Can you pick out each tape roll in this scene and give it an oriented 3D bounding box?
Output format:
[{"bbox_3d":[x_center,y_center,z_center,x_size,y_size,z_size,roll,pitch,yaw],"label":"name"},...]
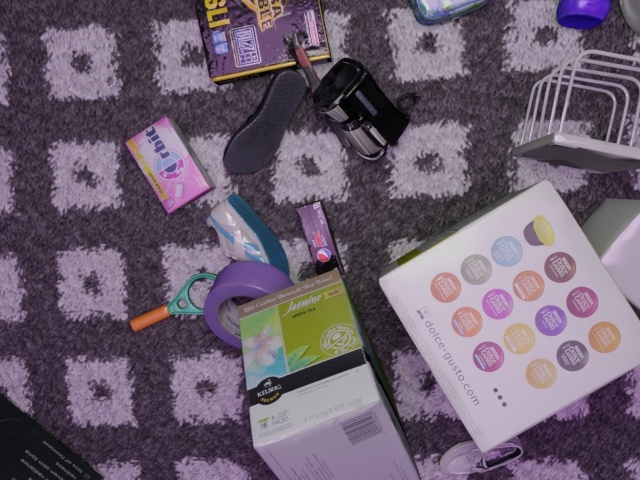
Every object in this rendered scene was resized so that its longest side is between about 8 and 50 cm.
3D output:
[{"bbox_3d":[-0.143,0.138,1.305,0.189,0.080,0.189,5,127,7],"label":"tape roll"}]

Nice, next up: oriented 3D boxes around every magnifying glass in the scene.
[{"bbox_3d":[-0.317,0.145,1.388,0.231,0.026,0.092,-24,93,6],"label":"magnifying glass"}]

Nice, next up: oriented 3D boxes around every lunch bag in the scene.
[{"bbox_3d":[0.250,-0.559,1.252,0.176,0.090,0.219,-20,93,7],"label":"lunch bag"}]

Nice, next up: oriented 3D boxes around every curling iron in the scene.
[{"bbox_3d":[0.001,-0.304,1.265,0.035,0.068,0.274,-27,120,11],"label":"curling iron"}]

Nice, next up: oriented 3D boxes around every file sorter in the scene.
[{"bbox_3d":[0.509,-0.234,1.172,0.193,0.278,0.173,11,94,3],"label":"file sorter"}]

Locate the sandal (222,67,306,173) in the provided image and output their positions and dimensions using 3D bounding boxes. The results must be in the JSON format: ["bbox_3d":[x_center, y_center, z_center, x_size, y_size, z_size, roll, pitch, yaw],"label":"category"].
[{"bbox_3d":[-0.116,-0.248,1.319,0.097,0.054,0.254,29,107,-32],"label":"sandal"}]

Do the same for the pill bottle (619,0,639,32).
[{"bbox_3d":[0.726,-0.506,1.202,0.245,0.136,0.136,-18,94,5],"label":"pill bottle"}]

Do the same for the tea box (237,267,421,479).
[{"bbox_3d":[0.015,0.294,1.167,0.220,0.323,0.329,-22,131,3],"label":"tea box"}]

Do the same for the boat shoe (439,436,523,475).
[{"bbox_3d":[0.350,0.474,1.352,0.184,0.063,0.066,-14,94,5],"label":"boat shoe"}]

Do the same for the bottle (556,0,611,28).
[{"bbox_3d":[0.539,-0.569,1.218,0.092,0.118,0.283,11,97,3],"label":"bottle"}]

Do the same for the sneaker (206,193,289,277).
[{"bbox_3d":[-0.152,0.014,1.343,0.092,0.087,0.229,-34,93,25],"label":"sneaker"}]

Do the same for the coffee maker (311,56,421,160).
[{"bbox_3d":[0.089,-0.278,1.243,0.120,0.178,0.171,13,70,43],"label":"coffee maker"}]

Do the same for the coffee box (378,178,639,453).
[{"bbox_3d":[0.335,0.122,1.170,0.334,0.338,0.338,-31,86,5],"label":"coffee box"}]

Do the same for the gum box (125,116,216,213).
[{"bbox_3d":[-0.324,-0.166,1.341,0.107,0.062,0.188,-31,93,6],"label":"gum box"}]

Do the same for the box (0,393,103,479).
[{"bbox_3d":[-0.783,0.538,1.231,0.480,0.472,0.297,40,96,0],"label":"box"}]

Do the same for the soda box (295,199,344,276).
[{"bbox_3d":[0.000,0.000,1.338,0.060,0.053,0.169,-17,93,6],"label":"soda box"}]

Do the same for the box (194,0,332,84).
[{"bbox_3d":[-0.131,-0.508,1.291,0.257,0.079,0.322,-10,95,6],"label":"box"}]

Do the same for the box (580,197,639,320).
[{"bbox_3d":[0.679,0.088,1.220,0.345,0.215,0.168,39,96,-1],"label":"box"}]
